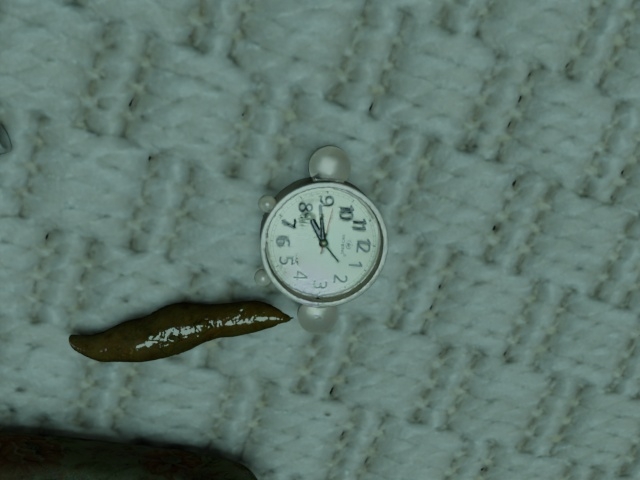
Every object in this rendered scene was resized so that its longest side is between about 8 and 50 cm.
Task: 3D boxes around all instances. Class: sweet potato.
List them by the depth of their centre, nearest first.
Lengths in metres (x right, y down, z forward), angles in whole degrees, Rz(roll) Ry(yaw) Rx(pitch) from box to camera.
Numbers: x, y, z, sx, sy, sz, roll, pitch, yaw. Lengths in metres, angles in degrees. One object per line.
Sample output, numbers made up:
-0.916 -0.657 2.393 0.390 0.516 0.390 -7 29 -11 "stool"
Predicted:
-0.168 0.107 0.723 0.274 0.067 0.067 -11 107 1 "sweet potato"

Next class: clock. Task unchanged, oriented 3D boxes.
0.000 0.000 0.720 0.156 0.063 0.229 2 103 -5 "clock"

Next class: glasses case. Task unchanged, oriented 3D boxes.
-0.280 0.307 0.716 0.425 0.156 0.098 10 102 -10 "glasses case"

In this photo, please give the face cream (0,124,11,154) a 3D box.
-0.410 -0.096 0.652 0.130 0.034 0.034 -15 107 -2 "face cream"
